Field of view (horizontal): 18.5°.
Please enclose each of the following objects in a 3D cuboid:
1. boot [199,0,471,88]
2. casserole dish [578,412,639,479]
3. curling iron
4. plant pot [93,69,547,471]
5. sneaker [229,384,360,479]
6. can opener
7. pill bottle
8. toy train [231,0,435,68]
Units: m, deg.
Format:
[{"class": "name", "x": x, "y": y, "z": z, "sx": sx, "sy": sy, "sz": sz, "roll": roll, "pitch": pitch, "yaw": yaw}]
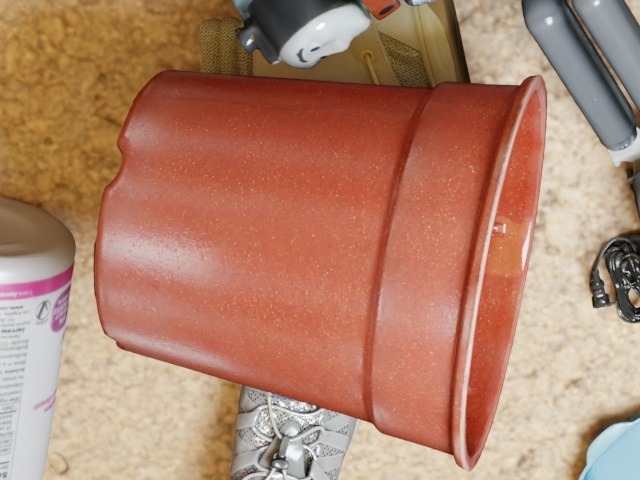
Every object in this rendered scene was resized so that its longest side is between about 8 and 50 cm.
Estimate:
[{"class": "boot", "x": 0.021, "y": -0.061, "z": 1.506, "sx": 0.203, "sy": 0.095, "sz": 0.262, "roll": -8, "pitch": 115, "yaw": 9}, {"class": "casserole dish", "x": 0.295, "y": 0.212, "z": 1.616, "sx": 0.188, "sy": 0.037, "sz": 0.114, "roll": 40, "pitch": 105, "yaw": -12}, {"class": "curling iron", "x": 0.312, "y": 0.100, "z": 1.579, "sx": 0.068, "sy": 0.035, "sz": 0.274, "roll": -40, "pitch": 102, "yaw": 18}, {"class": "plant pot", "x": 0.000, "y": 0.000, "z": 1.358, "sx": 0.265, "sy": 0.272, "sz": 0.272, "roll": 10, "pitch": 109, "yaw": 11}, {"class": "sneaker", "x": -0.021, "y": 0.177, "z": 1.574, "sx": 0.105, "sy": 0.115, "sz": 0.281, "roll": 6, "pitch": 109, "yaw": 0}, {"class": "can opener", "x": 0.235, "y": -0.088, "z": 1.453, "sx": 0.074, "sy": 0.093, "sz": 0.280, "roll": -21, "pitch": 132, "yaw": 19}, {"class": "pill bottle", "x": -0.287, "y": 0.117, "z": 1.541, "sx": 0.160, "sy": 0.160, "sz": 0.283, "roll": 10, "pitch": 109, "yaw": -1}, {"class": "toy train", "x": -0.040, "y": -0.280, "z": 1.373, "sx": 0.190, "sy": 0.142, "sz": 0.334, "roll": -35, "pitch": 80, "yaw": 8}]
